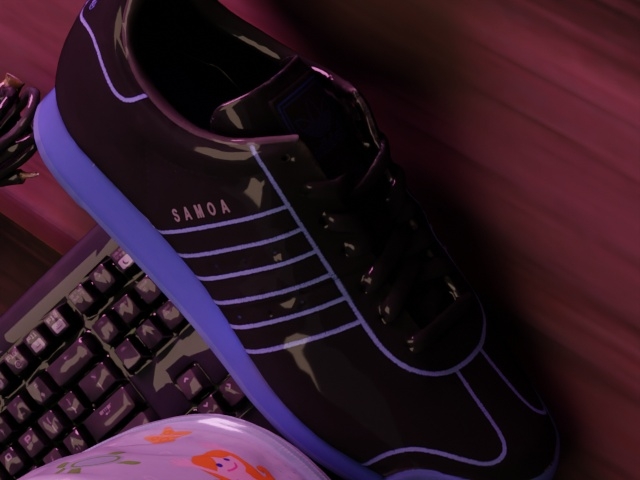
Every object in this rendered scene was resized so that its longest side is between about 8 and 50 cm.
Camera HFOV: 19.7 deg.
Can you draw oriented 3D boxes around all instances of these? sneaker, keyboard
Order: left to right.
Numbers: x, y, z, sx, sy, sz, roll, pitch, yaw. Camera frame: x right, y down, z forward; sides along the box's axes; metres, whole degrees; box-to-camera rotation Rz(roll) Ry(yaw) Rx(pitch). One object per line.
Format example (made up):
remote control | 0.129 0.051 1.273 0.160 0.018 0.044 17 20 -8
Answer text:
keyboard | -0.136 0.059 0.761 0.317 0.033 0.201 -42 77 21
sneaker | 0.000 0.000 0.631 0.232 0.081 0.090 41 137 5

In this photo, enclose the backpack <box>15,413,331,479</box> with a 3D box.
backpack | -0.071 0.184 0.640 0.253 0.191 0.225 -36 81 30
